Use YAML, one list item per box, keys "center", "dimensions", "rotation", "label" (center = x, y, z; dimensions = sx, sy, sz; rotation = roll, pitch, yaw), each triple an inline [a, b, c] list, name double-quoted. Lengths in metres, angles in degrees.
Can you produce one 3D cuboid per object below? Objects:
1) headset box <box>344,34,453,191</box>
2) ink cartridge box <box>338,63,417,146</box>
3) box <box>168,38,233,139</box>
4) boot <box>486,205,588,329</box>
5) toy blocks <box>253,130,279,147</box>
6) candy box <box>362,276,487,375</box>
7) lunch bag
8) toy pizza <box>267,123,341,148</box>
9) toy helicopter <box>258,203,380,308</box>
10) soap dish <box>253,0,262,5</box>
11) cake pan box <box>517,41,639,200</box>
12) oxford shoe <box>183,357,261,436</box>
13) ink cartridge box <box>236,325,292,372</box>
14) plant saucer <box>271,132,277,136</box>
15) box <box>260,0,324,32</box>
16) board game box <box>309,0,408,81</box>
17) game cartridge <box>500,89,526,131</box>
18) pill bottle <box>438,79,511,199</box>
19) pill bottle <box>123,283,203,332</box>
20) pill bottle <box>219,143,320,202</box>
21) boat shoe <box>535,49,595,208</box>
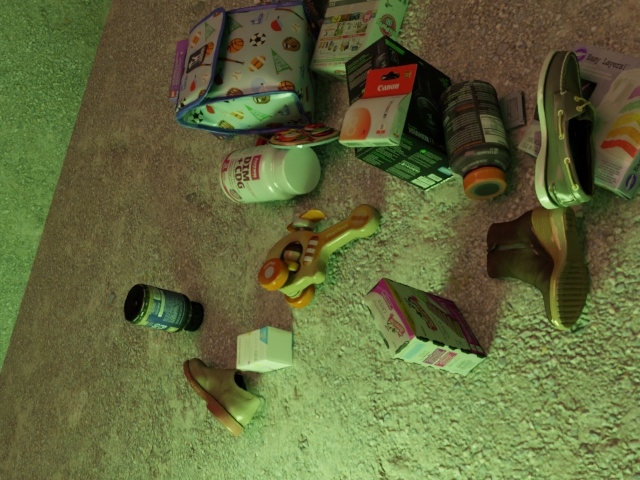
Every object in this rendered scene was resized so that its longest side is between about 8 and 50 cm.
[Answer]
- center: [0.193, -0.292, 1.737]
  dimensions: [0.131, 0.246, 0.282]
  rotation: [-28, 55, 38]
  label: "headset box"
- center: [0.120, -0.285, 1.591]
  dimensions: [0.146, 0.045, 0.179]
  rotation: [5, 81, 47]
  label: "ink cartridge box"
- center: [-0.359, -0.467, 2.392]
  dimensions: [0.057, 0.293, 0.200]
  rotation: [-4, 70, 24]
  label: "box"
- center: [0.414, 0.061, 1.495]
  dimensions: [0.207, 0.090, 0.248]
  rotation: [-21, 61, 56]
  label: "boot"
- center: [-0.145, -0.273, 2.253]
  dimensions: [0.123, 0.054, 0.148]
  rotation: [41, 125, 30]
  label: "toy blocks"
- center: [0.211, 0.175, 1.536]
  dimensions: [0.071, 0.234, 0.159]
  rotation: [-49, 45, 24]
  label: "candy box"
- center: [-0.218, -0.484, 2.167]
  dimensions: [0.386, 0.239, 0.327]
  rotation: [-2, 65, 16]
  label: "lunch bag"
- center: [-0.044, -0.285, 2.050]
  dimensions: [0.201, 0.201, 0.032]
  rotation: [16, 120, 50]
  label: "toy pizza"
- center: [0.000, 0.000, 1.958]
  dimensions: [0.355, 0.140, 0.234]
  rotation: [-30, 45, 25]
  label: "toy helicopter"
- center: [-0.072, -0.833, 2.350]
  dimensions: [0.291, 0.118, 0.228]
  rotation: [-10, 68, 46]
  label: "soap dish"
- center: [0.539, -0.238, 1.466]
  dimensions: [0.267, 0.070, 0.245]
  rotation: [40, 103, 49]
  label: "cake pan box"
- center: [-0.268, 0.404, 2.103]
  dimensions: [0.130, 0.123, 0.348]
  rotation: [-44, 39, -10]
  label: "oxford shoe"
- center: [-0.153, 0.291, 2.010]
  dimensions: [0.143, 0.090, 0.092]
  rotation: [-22, 59, 43]
  label: "ink cartridge box"
- center: [-0.131, -0.414, 2.310]
  dimensions: [0.200, 0.037, 0.199]
  rotation: [-20, 61, 42]
  label: "plant saucer"
- center: [-0.098, -0.709, 2.264]
  dimensions: [0.159, 0.233, 0.044]
  rotation: [-12, 25, 46]
  label: "box"
- center: [0.111, -0.591, 2.065]
  dimensions: [0.224, 0.098, 0.303]
  rotation: [13, 84, 51]
  label: "board game box"
- center: [0.418, -0.280, 1.657]
  dimensions: [0.056, 0.017, 0.083]
  rotation: [-16, 63, 40]
  label: "game cartridge"
- center: [0.333, -0.211, 1.634]
  dimensions: [0.130, 0.131, 0.245]
  rotation: [-28, 55, 39]
  label: "pill bottle"
- center: [-0.467, 0.210, 2.293]
  dimensions: [0.123, 0.219, 0.122]
  rotation: [-22, 59, 42]
  label: "pill bottle"
- center: [-0.142, -0.189, 2.135]
  dimensions: [0.283, 0.160, 0.160]
  rotation: [-2, 74, 48]
  label: "pill bottle"
- center: [0.462, -0.211, 1.411]
  dimensions: [0.091, 0.109, 0.304]
  rotation: [-5, 77, 47]
  label: "boat shoe"
